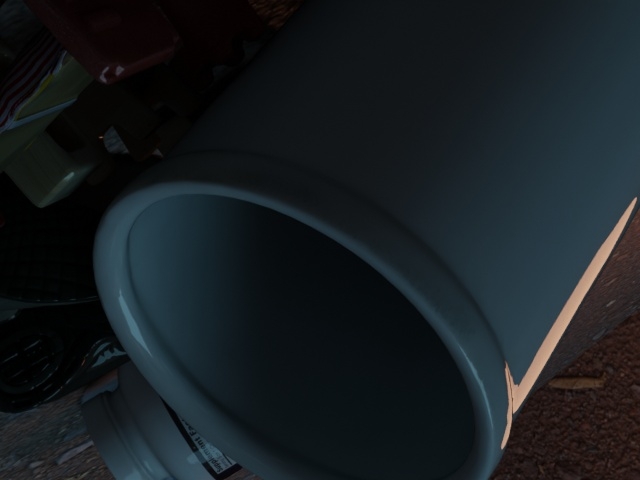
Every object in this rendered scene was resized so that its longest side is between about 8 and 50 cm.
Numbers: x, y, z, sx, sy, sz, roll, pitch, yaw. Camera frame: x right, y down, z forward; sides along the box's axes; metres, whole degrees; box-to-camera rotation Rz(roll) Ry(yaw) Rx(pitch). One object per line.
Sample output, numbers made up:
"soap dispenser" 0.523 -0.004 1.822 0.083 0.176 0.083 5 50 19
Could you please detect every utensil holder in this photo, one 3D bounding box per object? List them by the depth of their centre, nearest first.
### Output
"utensil holder" 0.071 -0.039 1.396 0.385 0.328 0.327 -52 176 -35

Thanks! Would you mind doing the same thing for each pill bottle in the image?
"pill bottle" -0.094 0.152 2.044 0.323 0.181 0.181 -31 163 2

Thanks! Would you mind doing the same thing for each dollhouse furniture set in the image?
"dollhouse furniture set" -0.176 -0.136 1.249 0.201 0.152 0.374 -42 179 23

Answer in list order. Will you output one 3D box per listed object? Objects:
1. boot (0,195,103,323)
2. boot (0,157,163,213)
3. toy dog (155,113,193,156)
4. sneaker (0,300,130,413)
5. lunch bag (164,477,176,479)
"boot" -0.262 0.028 1.490 0.247 0.083 0.161 -2 165 4
"boot" -0.186 -0.008 1.628 0.115 0.112 0.305 -22 162 21
"toy dog" -0.022 -0.040 1.684 0.220 0.161 0.334 -39 161 16
"sneaker" -0.203 0.074 1.819 0.286 0.109 0.130 -26 173 -1
"lunch bag" -0.168 0.199 2.210 0.129 0.096 0.151 -26 132 -24
